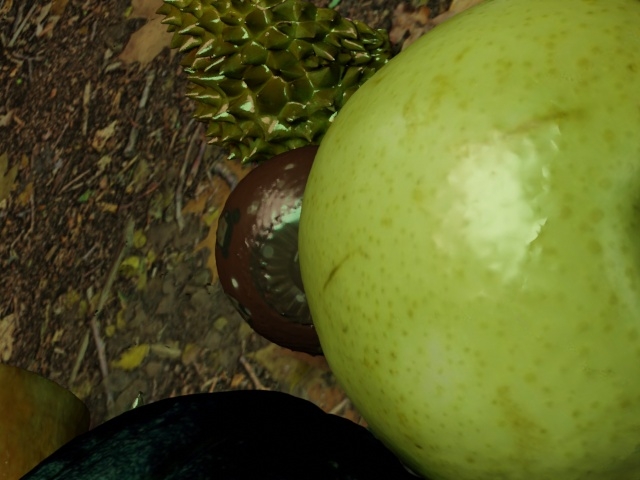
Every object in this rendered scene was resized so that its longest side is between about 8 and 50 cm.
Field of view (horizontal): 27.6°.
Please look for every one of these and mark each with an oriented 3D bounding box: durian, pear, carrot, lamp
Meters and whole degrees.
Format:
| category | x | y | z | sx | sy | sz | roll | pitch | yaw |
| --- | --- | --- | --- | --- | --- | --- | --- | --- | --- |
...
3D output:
| category | x | y | z | sx | sy | sz | roll | pitch | yaw |
| --- | --- | --- | --- | --- | --- | --- | --- | --- | --- |
| durian | -0.059 | -0.154 | 1.145 | 0.260 | 0.154 | 0.186 | 12 | 99 | 53 |
| pear | 0.132 | 0.006 | 0.737 | 0.309 | 0.309 | 0.309 | -22 | 52 | 32 |
| carrot | -0.291 | 0.245 | 1.050 | 0.196 | 0.196 | 0.254 | -22 | 53 | 32 |
| lamp | 0.001 | 0.005 | 0.974 | 0.157 | 0.156 | 0.135 | -10 | 10 | 2 |

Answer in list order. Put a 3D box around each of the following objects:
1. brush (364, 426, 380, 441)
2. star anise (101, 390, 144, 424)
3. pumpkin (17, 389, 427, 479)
| category | x | y | z | sx | sy | sz | roll | pitch | yaw |
| --- | --- | --- | --- | --- | --- | --- | --- | --- | --- |
| brush | -0.081 | 0.235 | 0.962 | 0.323 | 0.051 | 0.070 | -42 | 42 | 15 |
| star anise | -0.162 | 0.179 | 1.070 | 0.129 | 0.056 | 0.124 | 40 | 114 | 58 |
| pumpkin | -0.034 | 0.256 | 0.692 | 0.363 | 0.363 | 0.266 | 3 | 35 | 43 |
